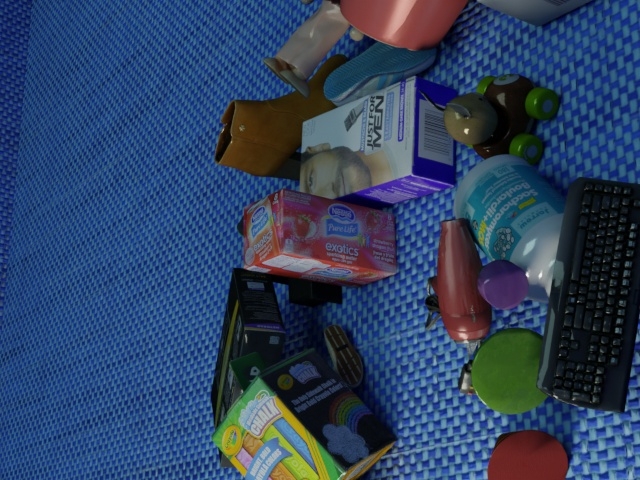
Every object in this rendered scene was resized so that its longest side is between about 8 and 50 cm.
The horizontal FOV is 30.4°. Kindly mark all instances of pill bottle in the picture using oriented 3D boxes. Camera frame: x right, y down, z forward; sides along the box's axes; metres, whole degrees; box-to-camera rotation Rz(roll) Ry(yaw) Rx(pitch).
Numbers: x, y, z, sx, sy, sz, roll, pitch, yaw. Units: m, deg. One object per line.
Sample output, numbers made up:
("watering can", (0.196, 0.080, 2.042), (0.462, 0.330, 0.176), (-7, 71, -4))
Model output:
("pill bottle", (0.318, -0.007, 1.752), (0.146, 0.146, 0.264), (-61, 37, 21))

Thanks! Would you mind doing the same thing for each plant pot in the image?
("plant pot", (0.162, -0.484, 2.062), (0.275, 0.275, 0.243), (60, 137, 46))

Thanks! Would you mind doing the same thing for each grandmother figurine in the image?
("grandmother figurine", (0.036, -0.444, 2.275), (0.342, 0.104, 0.208), (-48, 58, 0))

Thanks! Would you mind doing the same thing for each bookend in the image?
("bookend", (-0.035, 0.067, 2.297), (0.156, 0.072, 0.157), (-31, 55, 48))

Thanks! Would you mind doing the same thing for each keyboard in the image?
("keyboard", (0.413, 0.076, 1.590), (0.033, 0.201, 0.317), (60, -140, -75))

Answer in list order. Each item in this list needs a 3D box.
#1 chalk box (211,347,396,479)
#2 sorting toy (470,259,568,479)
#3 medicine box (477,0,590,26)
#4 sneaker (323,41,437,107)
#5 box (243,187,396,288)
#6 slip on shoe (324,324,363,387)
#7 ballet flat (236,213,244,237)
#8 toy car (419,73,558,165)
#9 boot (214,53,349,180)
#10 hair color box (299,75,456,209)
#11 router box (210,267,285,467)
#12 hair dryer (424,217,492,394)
("chalk box", (-0.052, 0.318, 2.035), (0.289, 0.180, 0.179), (46, 121, 17))
("sorting toy", (0.271, 0.198, 1.722), (0.126, 0.127, 0.365), (-128, 28, -76))
("medicine box", (0.381, -0.528, 1.841), (0.263, 0.149, 0.289), (-21, 62, 51))
("sneaker", (0.122, -0.311, 2.200), (0.228, 0.092, 0.087), (-22, 57, 28))
("box", (0.000, 0.000, 2.106), (0.128, 0.257, 0.123), (-22, 64, 50))
("slip on shoe", (0.042, 0.218, 2.165), (0.041, 0.051, 0.135), (82, 163, -53))
("ballet flat", (-0.117, -0.007, 2.446), (0.203, 0.074, 0.074), (46, 116, 54))
("toy car", (0.252, -0.210, 1.879), (0.155, 0.188, 0.149), (27, 101, 55))
("boot", (-0.080, -0.259, 2.352), (0.104, 0.211, 0.295), (46, 116, 50))
("hair color box", (0.098, -0.162, 2.158), (0.339, 0.110, 0.185), (-17, 66, 54))
("router box", (-0.144, 0.243, 2.265), (0.243, 0.081, 0.309), (-109, 27, -62))
("hair dryer", (0.197, 0.085, 1.852), (0.223, 0.080, 0.293), (-119, 24, -43))
